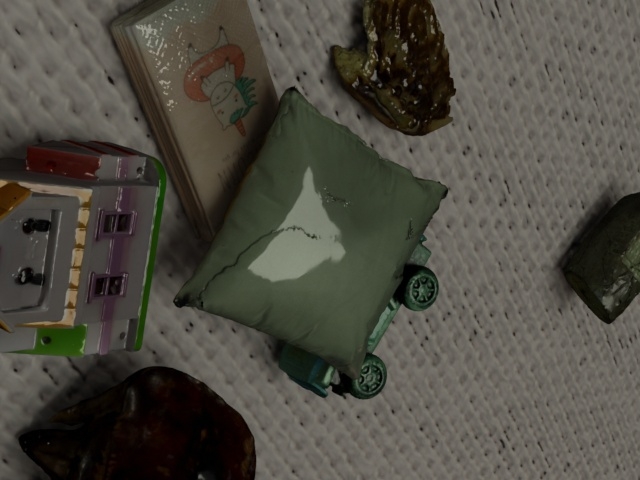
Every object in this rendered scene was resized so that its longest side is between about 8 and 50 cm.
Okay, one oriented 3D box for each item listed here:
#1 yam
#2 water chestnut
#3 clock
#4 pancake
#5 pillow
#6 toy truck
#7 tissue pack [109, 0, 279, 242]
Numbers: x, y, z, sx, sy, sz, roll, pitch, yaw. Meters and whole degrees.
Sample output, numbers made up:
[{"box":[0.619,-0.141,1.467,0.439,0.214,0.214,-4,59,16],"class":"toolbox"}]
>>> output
[{"box":[0.575,0.026,2.052,0.254,0.154,0.154,-46,132,-11],"class":"yam"},{"box":[-0.223,0.296,1.351,0.289,0.244,0.289,-33,154,-18],"class":"water chestnut"},{"box":[-0.343,0.008,1.173,0.310,0.166,0.235,-4,108,-50],"class":"clock"},{"box":[0.111,-0.243,1.579,0.212,0.056,0.257,-40,122,-35],"class":"pancake"},{"box":[0.000,0.000,1.411,0.310,0.119,0.312,29,84,-36],"class":"pillow"},{"box":[0.047,0.096,1.583,0.156,0.155,0.278,37,80,-27],"class":"toy truck"},{"box":[-0.134,-0.168,1.364,0.170,0.071,0.325,-39,129,-28],"class":"tissue pack"}]
